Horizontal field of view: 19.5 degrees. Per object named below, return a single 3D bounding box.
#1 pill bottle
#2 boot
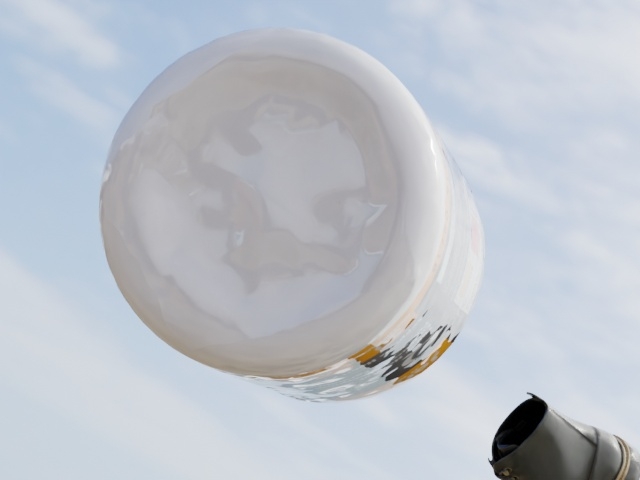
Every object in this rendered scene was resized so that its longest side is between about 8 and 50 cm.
[{"bbox_3d":[0.000,0.000,0.953,0.162,0.162,0.278,23,-4,14],"label":"pill bottle"},{"bbox_3d":[0.167,0.229,1.566,0.137,0.198,0.077,33,-5,-35],"label":"boot"}]
